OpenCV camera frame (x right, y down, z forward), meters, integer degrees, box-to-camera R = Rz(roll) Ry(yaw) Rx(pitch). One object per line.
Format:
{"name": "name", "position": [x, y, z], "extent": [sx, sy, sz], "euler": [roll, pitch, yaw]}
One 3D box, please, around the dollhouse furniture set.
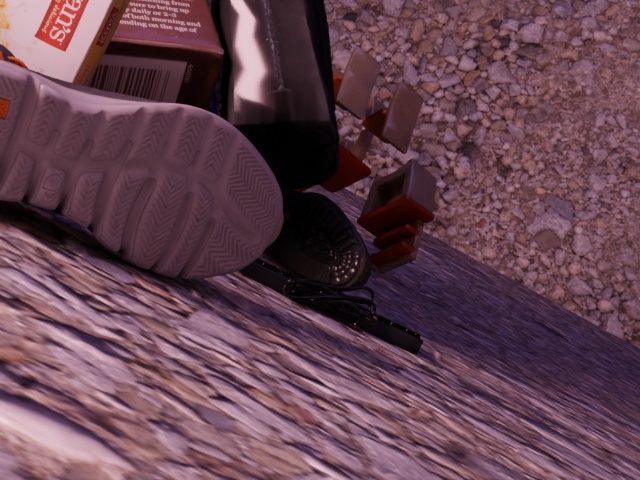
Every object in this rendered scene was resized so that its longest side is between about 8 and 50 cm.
{"name": "dollhouse furniture set", "position": [0.027, -0.087, 1.731], "extent": [0.259, 0.135, 0.262], "euler": [36, -38, -25]}

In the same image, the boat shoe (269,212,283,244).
{"name": "boat shoe", "position": [-0.140, -0.054, 1.165], "extent": [0.228, 0.081, 0.069], "euler": [21, 9, -24]}

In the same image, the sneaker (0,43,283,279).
{"name": "sneaker", "position": [-0.183, -0.079, 0.969], "extent": [0.321, 0.124, 0.180], "euler": [23, 7, -37]}

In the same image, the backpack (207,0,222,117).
{"name": "backpack", "position": [-0.154, -0.216, 1.566], "extent": [0.213, 0.263, 0.276], "euler": [-16, 0, 6]}

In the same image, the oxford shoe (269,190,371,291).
{"name": "oxford shoe", "position": [0.000, 0.000, 1.374], "extent": [0.096, 0.083, 0.227], "euler": [33, 4, -34]}

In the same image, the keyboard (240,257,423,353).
{"name": "keyboard", "position": [0.015, 0.047, 1.213], "extent": [0.192, 0.038, 0.100], "euler": [25, 6, -17]}

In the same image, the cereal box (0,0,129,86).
{"name": "cereal box", "position": [-0.293, -0.170, 1.057], "extent": [0.240, 0.173, 0.047], "euler": [27, 5, 6]}

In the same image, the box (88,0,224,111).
{"name": "box", "position": [-0.233, -0.255, 1.293], "extent": [0.191, 0.143, 0.381], "euler": [3, 46, -22]}

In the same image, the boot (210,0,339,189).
{"name": "boot", "position": [-0.039, -0.264, 1.381], "extent": [0.146, 0.445, 0.367], "euler": [-14, -15, 11]}
